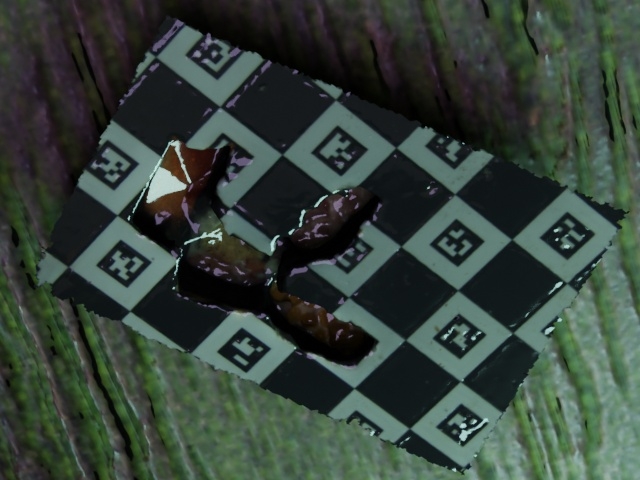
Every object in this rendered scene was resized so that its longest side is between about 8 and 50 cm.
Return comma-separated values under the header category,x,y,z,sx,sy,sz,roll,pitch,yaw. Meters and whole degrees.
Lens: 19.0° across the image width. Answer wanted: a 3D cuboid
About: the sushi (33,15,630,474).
category,x,y,z,sx,sy,sz,roll,pitch,yaw
sushi,0.000,0.000,1.052,0.279,0.043,0.193,22,116,-15
